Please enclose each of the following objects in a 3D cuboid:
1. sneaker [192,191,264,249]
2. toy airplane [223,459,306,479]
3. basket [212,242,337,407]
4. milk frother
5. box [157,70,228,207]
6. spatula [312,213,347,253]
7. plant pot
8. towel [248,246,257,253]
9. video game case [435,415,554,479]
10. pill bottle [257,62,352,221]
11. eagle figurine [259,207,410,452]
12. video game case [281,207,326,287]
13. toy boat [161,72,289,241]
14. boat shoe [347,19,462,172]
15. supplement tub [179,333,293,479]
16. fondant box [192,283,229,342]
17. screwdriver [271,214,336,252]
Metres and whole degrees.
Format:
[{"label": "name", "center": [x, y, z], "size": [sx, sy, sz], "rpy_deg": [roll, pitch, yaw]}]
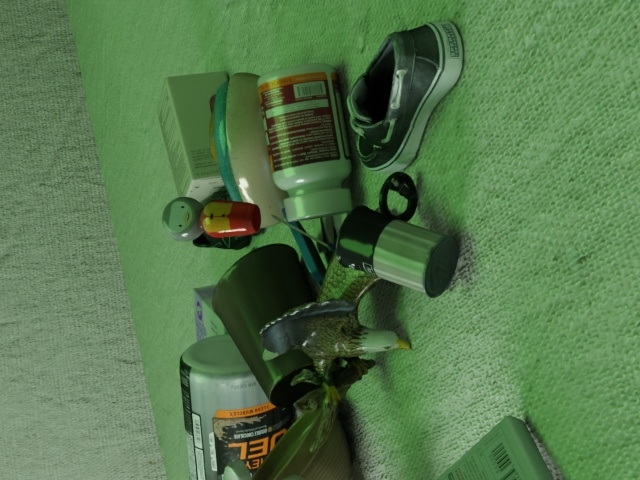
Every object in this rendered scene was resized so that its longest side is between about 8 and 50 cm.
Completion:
[{"label": "sneaker", "center": [-0.175, -0.039, 2.322], "size": [0.267, 0.106, 0.101], "rpy_deg": [126, 133, -62]}, {"label": "toy airplane", "center": [-0.057, 0.510, 1.755], "size": [0.384, 0.272, 0.386], "rpy_deg": [-15, 114, 44]}, {"label": "basket", "center": [-0.070, 0.155, 2.049], "size": [0.204, 0.154, 0.227], "rpy_deg": [-60, 45, 37]}, {"label": "milk frother", "center": [0.116, -0.011, 1.530], "size": [0.134, 0.129, 0.143], "rpy_deg": [20, 90, 30]}, {"label": "box", "center": [-0.229, -0.194, 2.366], "size": [0.149, 0.126, 0.232], "rpy_deg": [122, 136, -63]}, {"label": "spatula", "center": [0.002, -0.102, 1.923], "size": [0.168, 0.019, 0.242], "rpy_deg": [166, 96, -76]}, {"label": "plant pot", "center": [-0.025, 0.384, 1.998], "size": [0.109, 0.237, 0.237], "rpy_deg": [40, 157, -3]}, {"label": "towel", "center": [-0.127, 0.058, 2.370], "size": [0.060, 0.009, 0.083], "rpy_deg": [139, 120, -67]}, {"label": "video game case", "center": [0.183, 0.414, 1.353], "size": [0.300, 0.036, 0.329], "rpy_deg": [-48, 42, 24]}, {"label": "pill bottle", "center": [-0.019, -0.144, 1.799], "size": [0.121, 0.121, 0.221], "rpy_deg": [167, 94, -71]}, {"label": "eagle figurine", "center": [0.022, 0.111, 1.714], "size": [0.226, 0.225, 0.298], "rpy_deg": [-108, 7, -49]}, {"label": "video game case", "center": [-0.013, 0.026, 1.895], "size": [0.119, 0.015, 0.166], "rpy_deg": [65, -177, 24]}, {"label": "toy boat", "center": [-0.135, -0.110, 1.885], "size": [0.318, 0.148, 0.268], "rpy_deg": [-69, -28, -50]}, {"label": "boat shoe", "center": [0.081, -0.172, 1.527], "size": [0.301, 0.102, 0.108], "rpy_deg": [125, 132, -63]}, {"label": "supplement tub", "center": [-0.154, 0.363, 2.286], "size": [0.207, 0.207, 0.338], "rpy_deg": [-144, 47, -64]}, {"label": "fondant box", "center": [-0.181, 0.279, 2.499], "size": [0.238, 0.096, 0.331], "rpy_deg": [-144, 49, -64]}, {"label": "screwdriver", "center": [0.000, 0.000, 1.806], "size": [0.169, 0.024, 0.025], "rpy_deg": [32, 140, 6]}]
